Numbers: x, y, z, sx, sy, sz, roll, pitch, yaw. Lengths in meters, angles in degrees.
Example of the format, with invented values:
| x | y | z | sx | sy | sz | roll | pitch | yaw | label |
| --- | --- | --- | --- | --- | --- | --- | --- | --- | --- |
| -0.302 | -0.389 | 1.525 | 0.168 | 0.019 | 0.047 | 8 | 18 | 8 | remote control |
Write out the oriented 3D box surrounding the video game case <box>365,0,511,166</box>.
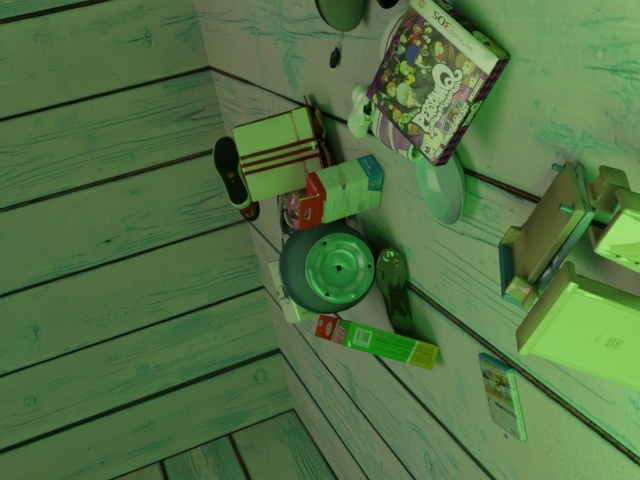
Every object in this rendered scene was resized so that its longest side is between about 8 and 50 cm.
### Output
| x | y | z | sx | sy | sz | roll | pitch | yaw | label |
| --- | --- | --- | --- | --- | --- | --- | --- | --- | --- |
| 0.195 | -0.283 | 1.273 | 0.210 | 0.041 | 0.232 | 52 | 136 | 26 | video game case |

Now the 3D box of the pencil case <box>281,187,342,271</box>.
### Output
| x | y | z | sx | sy | sz | roll | pitch | yaw | label |
| --- | --- | --- | --- | --- | --- | --- | --- | --- | --- |
| 0.000 | 0.000 | 2.289 | 0.167 | 0.160 | 0.386 | -20 | 89 | 60 | pencil case |

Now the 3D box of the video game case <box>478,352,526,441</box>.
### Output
| x | y | z | sx | sy | sz | roll | pitch | yaw | label |
| --- | --- | --- | --- | --- | --- | --- | --- | --- | --- |
| 0.388 | 0.333 | 1.563 | 0.119 | 0.015 | 0.166 | -154 | 48 | -71 | video game case |

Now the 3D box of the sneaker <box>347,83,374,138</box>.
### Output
| x | y | z | sx | sy | sz | roll | pitch | yaw | label |
| --- | --- | --- | --- | --- | --- | --- | --- | --- | --- |
| 0.101 | -0.302 | 1.777 | 0.061 | 0.053 | 0.152 | 57 | 158 | 36 | sneaker |

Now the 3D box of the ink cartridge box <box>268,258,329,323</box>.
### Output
| x | y | z | sx | sy | sz | roll | pitch | yaw | label |
| --- | --- | --- | --- | --- | --- | --- | --- | --- | --- |
| -0.055 | 0.133 | 2.156 | 0.082 | 0.139 | 0.191 | -18 | 91 | 56 | ink cartridge box |

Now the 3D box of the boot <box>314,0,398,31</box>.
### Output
| x | y | z | sx | sy | sz | roll | pitch | yaw | label |
| --- | --- | --- | --- | --- | --- | --- | --- | --- | --- |
| 0.084 | -0.526 | 1.483 | 0.223 | 0.118 | 0.338 | 55 | 163 | 33 | boot |

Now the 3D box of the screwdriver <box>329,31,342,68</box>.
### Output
| x | y | z | sx | sy | sz | roll | pitch | yaw | label |
| --- | --- | --- | --- | --- | --- | --- | --- | --- | --- |
| 0.042 | -0.492 | 1.825 | 0.170 | 0.025 | 0.024 | 100 | 148 | -62 | screwdriver |

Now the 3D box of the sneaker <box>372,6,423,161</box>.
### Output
| x | y | z | sx | sy | sz | roll | pitch | yaw | label |
| --- | --- | --- | --- | --- | --- | --- | --- | --- | --- |
| 0.186 | -0.286 | 1.388 | 0.161 | 0.102 | 0.282 | 51 | 147 | 47 | sneaker |

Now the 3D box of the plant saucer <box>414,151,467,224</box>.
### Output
| x | y | z | sx | sy | sz | roll | pitch | yaw | label |
| --- | --- | --- | --- | --- | --- | --- | --- | --- | --- |
| 0.251 | -0.129 | 1.476 | 0.195 | 0.037 | 0.195 | 161 | 90 | -76 | plant saucer |

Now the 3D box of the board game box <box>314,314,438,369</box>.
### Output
| x | y | z | sx | sy | sz | roll | pitch | yaw | label |
| --- | --- | --- | --- | --- | --- | --- | --- | --- | --- |
| 0.140 | 0.268 | 1.954 | 0.316 | 0.242 | 0.064 | 169 | 117 | -76 | board game box |

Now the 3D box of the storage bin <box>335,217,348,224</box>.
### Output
| x | y | z | sx | sy | sz | roll | pitch | yaw | label |
| --- | --- | --- | --- | --- | --- | --- | --- | --- | --- |
| 0.041 | -0.104 | 2.175 | 0.091 | 0.098 | 0.135 | -24 | -84 | -77 | storage bin |

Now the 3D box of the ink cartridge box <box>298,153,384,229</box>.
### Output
| x | y | z | sx | sy | sz | roll | pitch | yaw | label |
| --- | --- | --- | --- | --- | --- | --- | --- | --- | --- |
| 0.039 | -0.121 | 1.863 | 0.134 | 0.231 | 0.078 | 94 | 153 | -54 | ink cartridge box |

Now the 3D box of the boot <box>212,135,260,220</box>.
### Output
| x | y | z | sx | sy | sz | roll | pitch | yaw | label |
| --- | --- | --- | --- | --- | --- | --- | --- | --- | --- |
| -0.249 | -0.182 | 2.202 | 0.176 | 0.088 | 0.244 | 60 | -168 | -71 | boot |

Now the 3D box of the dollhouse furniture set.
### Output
| x | y | z | sx | sy | sz | roll | pitch | yaw | label |
| --- | --- | --- | --- | --- | --- | --- | --- | --- | --- |
| 0.409 | 0.010 | 1.027 | 0.303 | 0.198 | 0.286 | -78 | 9 | -53 | dollhouse furniture set |

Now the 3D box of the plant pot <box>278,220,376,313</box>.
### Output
| x | y | z | sx | sy | sz | roll | pitch | yaw | label |
| --- | --- | --- | --- | --- | --- | --- | --- | --- | --- |
| 0.033 | 0.075 | 1.976 | 0.255 | 0.271 | 0.272 | 178 | 75 | -82 | plant pot |

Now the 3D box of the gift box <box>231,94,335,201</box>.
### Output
| x | y | z | sx | sy | sz | roll | pitch | yaw | label |
| --- | --- | --- | --- | --- | --- | --- | --- | --- | --- |
| -0.101 | -0.277 | 2.163 | 0.276 | 0.258 | 0.255 | -90 | -15 | -73 | gift box |

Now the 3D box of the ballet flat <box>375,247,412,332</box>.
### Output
| x | y | z | sx | sy | sz | roll | pitch | yaw | label |
| --- | --- | --- | --- | --- | --- | --- | --- | --- | --- |
| 0.196 | 0.126 | 1.914 | 0.058 | 0.084 | 0.250 | -84 | -19 | -64 | ballet flat |

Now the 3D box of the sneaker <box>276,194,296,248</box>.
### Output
| x | y | z | sx | sy | sz | roll | pitch | yaw | label |
| --- | --- | --- | --- | --- | --- | --- | --- | --- | --- |
| -0.076 | -0.017 | 2.493 | 0.210 | 0.137 | 0.366 | -98 | -2 | -77 | sneaker |
